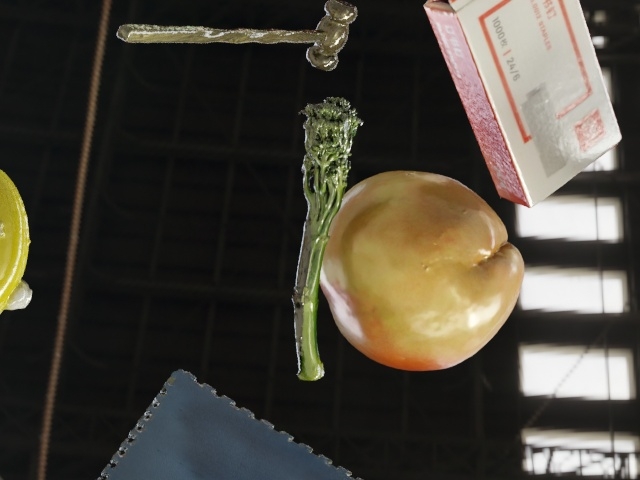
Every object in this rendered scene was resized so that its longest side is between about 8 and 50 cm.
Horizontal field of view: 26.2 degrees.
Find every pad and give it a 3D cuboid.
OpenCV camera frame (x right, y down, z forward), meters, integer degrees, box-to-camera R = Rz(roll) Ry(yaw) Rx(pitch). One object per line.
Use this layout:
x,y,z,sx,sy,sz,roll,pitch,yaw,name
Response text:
-0.046,0.230,1.116,0.269,0.012,0.269,32,-155,1,pad

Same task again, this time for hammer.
-0.058,-0.159,1.049,0.029,0.058,0.292,29,-160,25,hammer

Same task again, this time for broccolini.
0.000,0.000,1.145,0.054,0.051,0.239,5,-84,1,broccolini

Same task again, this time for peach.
0.086,0.026,1.198,0.184,0.184,0.184,-7,-128,8,peach

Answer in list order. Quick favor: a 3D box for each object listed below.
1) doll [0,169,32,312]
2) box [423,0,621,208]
-0.422,0.006,1.454,0.252,0.111,0.237,33,-85,-10,doll
0.183,-0.152,1.224,0.123,0.229,0.050,-36,-146,-16,box
